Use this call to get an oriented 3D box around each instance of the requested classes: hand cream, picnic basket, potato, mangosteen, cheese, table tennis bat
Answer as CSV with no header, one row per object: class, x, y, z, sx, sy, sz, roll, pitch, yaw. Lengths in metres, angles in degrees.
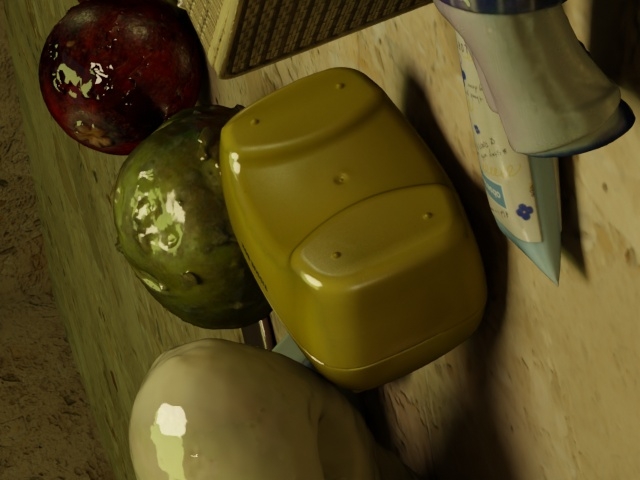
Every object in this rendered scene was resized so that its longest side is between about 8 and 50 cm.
hand cream,0.092,-0.064,0.833,0.065,0.043,0.171,-126,21,-60
picnic basket,0.006,-0.153,0.837,0.079,0.164,0.115,64,164,11
potato,-0.081,-0.019,1.379,0.298,0.141,0.176,-11,-76,-85
mangosteen,-0.188,-0.175,1.662,0.166,0.166,0.180,105,173,-64
cheese,-0.028,0.253,1.049,0.351,0.129,0.328,52,-137,-60
table tennis bat,-0.103,0.126,1.669,0.107,0.119,0.170,130,126,-74

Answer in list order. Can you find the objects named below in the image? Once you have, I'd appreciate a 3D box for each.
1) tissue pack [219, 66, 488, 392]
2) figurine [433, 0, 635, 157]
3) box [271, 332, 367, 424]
tissue pack,0.019,-0.002,1.015,0.178,0.123,0.127,59,170,39
figurine,0.059,-0.171,0.697,0.274,0.133,0.194,71,-173,-49
box,-0.014,0.209,1.306,0.211,0.045,0.270,-49,-44,-53
